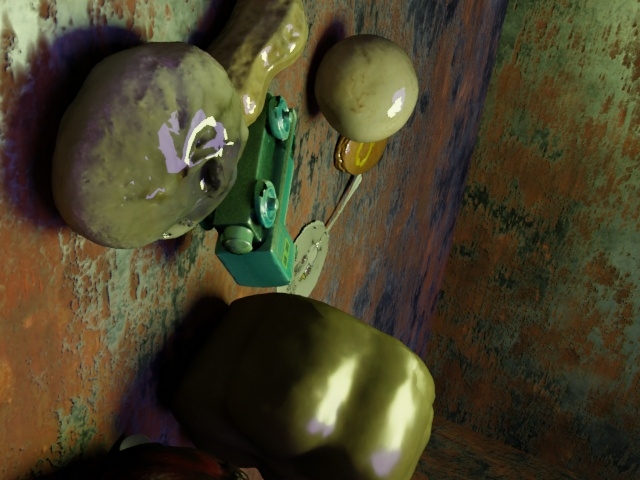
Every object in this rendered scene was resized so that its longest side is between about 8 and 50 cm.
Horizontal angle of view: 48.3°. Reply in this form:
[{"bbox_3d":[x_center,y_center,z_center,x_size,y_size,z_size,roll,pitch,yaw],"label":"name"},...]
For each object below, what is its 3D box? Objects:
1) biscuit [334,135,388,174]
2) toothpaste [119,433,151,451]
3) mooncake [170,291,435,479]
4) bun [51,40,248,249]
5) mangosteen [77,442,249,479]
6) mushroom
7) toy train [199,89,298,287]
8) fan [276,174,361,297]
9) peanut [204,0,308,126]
[{"bbox_3d":[0.124,-0.291,1.692,0.262,0.052,0.277,-21,128,-65],"label":"biscuit"},{"bbox_3d":[-0.309,0.418,1.214,0.089,0.057,0.234,-43,152,-43],"label":"toothpaste"},{"bbox_3d":[-0.025,0.308,1.293,0.467,0.467,0.262,81,30,-53],"label":"mooncake"},{"bbox_3d":[-0.194,-0.109,0.866,0.273,0.168,0.273,-50,156,-31],"label":"bun"},{"bbox_3d":[-0.253,0.474,0.994,0.381,0.421,0.380,-14,90,-88],"label":"mangosteen"},{"bbox_3d":[0.096,-0.292,1.411,0.206,0.206,0.209,-70,160,-1],"label":"mushroom"},{"bbox_3d":[-0.096,-0.087,1.102,0.194,0.120,0.298,65,27,-54],"label":"toy train"},{"bbox_3d":[-0.001,0.000,1.687,0.414,0.012,0.233,-57,157,-26],"label":"fan"},{"bbox_3d":[-0.094,-0.268,1.033,0.274,0.125,0.111,-65,159,-16],"label":"peanut"}]
